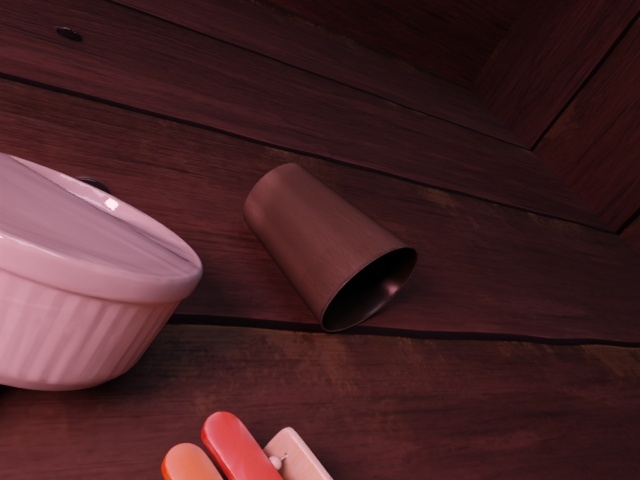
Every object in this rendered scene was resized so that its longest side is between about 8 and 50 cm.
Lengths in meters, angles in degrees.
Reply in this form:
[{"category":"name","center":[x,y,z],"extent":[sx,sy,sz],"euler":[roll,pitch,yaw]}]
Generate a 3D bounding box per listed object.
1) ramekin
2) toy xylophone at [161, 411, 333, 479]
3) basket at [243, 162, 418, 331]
[{"category":"ramekin","center":[-0.256,0.025,0.531],"extent":[0.272,0.127,0.273],"euler":[27,8,-4]},{"category":"toy xylophone","center":[-0.086,0.281,0.429],"extent":[0.236,0.081,0.322],"euler":[43,32,16]},{"category":"basket","center":[0.000,0.000,0.860],"extent":[0.227,0.154,0.204],"euler":[43,34,25]}]
